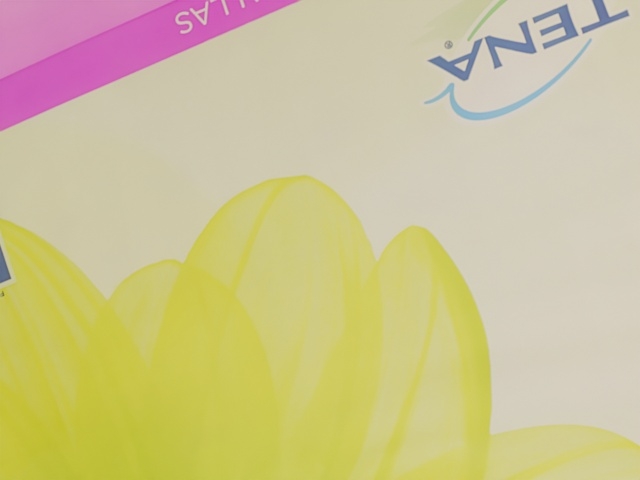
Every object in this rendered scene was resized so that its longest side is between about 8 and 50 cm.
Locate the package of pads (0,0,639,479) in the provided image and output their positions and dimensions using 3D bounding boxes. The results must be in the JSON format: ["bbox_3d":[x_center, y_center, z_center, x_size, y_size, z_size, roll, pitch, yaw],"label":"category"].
[{"bbox_3d":[0.000,0.000,0.446,0.296,0.101,0.229,-21,84,18],"label":"package of pads"}]
